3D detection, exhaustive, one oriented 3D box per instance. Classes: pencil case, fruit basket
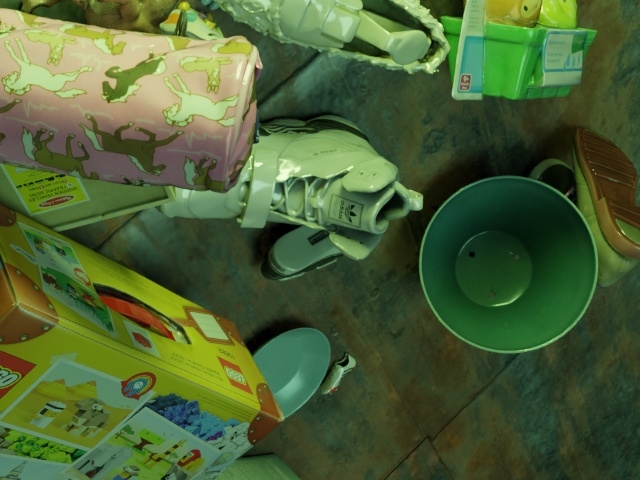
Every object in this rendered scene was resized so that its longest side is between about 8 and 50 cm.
[{"bbox_3d":[-0.255,-0.153,1.202,0.386,0.167,0.160,8,113,2],"label":"pencil case"},{"bbox_3d":[0.312,-0.380,1.709,0.327,0.165,0.352,-11,118,-53],"label":"fruit basket"}]

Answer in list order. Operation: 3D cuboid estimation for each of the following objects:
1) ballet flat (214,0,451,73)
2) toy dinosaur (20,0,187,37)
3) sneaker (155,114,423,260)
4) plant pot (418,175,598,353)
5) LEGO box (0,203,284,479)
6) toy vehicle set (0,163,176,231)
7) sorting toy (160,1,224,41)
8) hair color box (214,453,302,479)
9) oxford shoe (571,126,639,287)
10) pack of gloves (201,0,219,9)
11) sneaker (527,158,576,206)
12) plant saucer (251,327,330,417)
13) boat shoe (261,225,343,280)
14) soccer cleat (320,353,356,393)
[{"bbox_3d":[0.037,-0.298,1.525,0.409,0.147,0.147,5,116,-50],"label":"ballet flat"},{"bbox_3d":[-0.194,-0.287,1.330,0.200,0.127,0.295,14,114,-48],"label":"toy dinosaur"},{"bbox_3d":[-0.035,-0.070,1.594,0.366,0.210,0.137,-13,128,-37],"label":"sneaker"},{"bbox_3d":[0.307,0.044,1.999,0.290,0.290,0.195,-49,177,-2],"label":"plant pot"},{"bbox_3d":[-0.349,0.208,1.469,0.372,0.193,0.500,-42,142,12],"label":"LEGO box"},{"bbox_3d":[-0.319,-0.080,1.356,0.267,0.035,0.166,-14,137,2],"label":"toy vehicle set"},{"bbox_3d":[-0.143,-0.256,1.453,0.083,0.075,0.044,17,107,-49],"label":"sorting toy"},{"bbox_3d":[-0.212,0.470,1.929,0.375,0.114,0.185,3,117,-46],"label":"hair color box"},{"bbox_3d":[0.477,-0.066,2.040,0.123,0.348,0.130,20,128,-14],"label":"oxford shoe"},{"bbox_3d":[-0.083,-0.400,1.439,0.232,0.046,0.195,-39,149,-7],"label":"pack of gloves"},{"bbox_3d":[0.485,-0.045,2.161,0.104,0.147,0.296,-48,140,0],"label":"sneaker"},{"bbox_3d":[-0.071,0.216,1.922,0.195,0.037,0.194,-24,134,-28],"label":"plant saucer"},{"bbox_3d":[0.000,0.000,1.802,0.219,0.077,0.070,-23,168,-34],"label":"boat shoe"},{"bbox_3d":[0.028,0.232,2.038,0.083,0.029,0.035,-43,132,-14],"label":"soccer cleat"}]
